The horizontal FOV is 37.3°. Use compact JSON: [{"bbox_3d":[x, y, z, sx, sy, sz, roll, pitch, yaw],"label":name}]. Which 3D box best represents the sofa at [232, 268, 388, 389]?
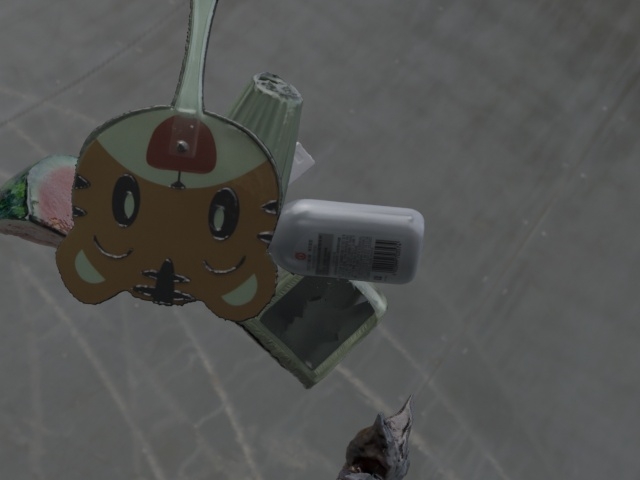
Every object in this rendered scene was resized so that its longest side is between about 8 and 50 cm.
[{"bbox_3d":[-0.020,0.116,1.714,0.210,0.225,0.176,42,5,-13],"label":"sofa"}]

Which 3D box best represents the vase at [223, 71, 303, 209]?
[{"bbox_3d":[-0.095,-0.077,1.129,0.128,0.248,0.128,21,24,-10],"label":"vase"}]

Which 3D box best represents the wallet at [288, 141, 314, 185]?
[{"bbox_3d":[-0.049,-0.089,1.230,0.044,0.083,0.011,51,-1,-36],"label":"wallet"}]

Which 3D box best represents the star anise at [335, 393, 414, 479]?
[{"bbox_3d":[0.051,0.252,1.018,0.061,0.180,0.204,30,9,18],"label":"star anise"}]

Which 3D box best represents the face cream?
[{"bbox_3d":[0.000,0.000,1.374,0.291,0.143,0.071,4,46,1],"label":"face cream"}]

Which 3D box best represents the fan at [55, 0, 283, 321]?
[{"bbox_3d":[-0.091,-0.063,0.619,0.153,0.226,0.008,8,2,9],"label":"fan"}]

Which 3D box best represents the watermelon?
[{"bbox_3d":[-0.364,-0.049,1.316,0.202,0.136,0.207,13,4,-19],"label":"watermelon"}]
